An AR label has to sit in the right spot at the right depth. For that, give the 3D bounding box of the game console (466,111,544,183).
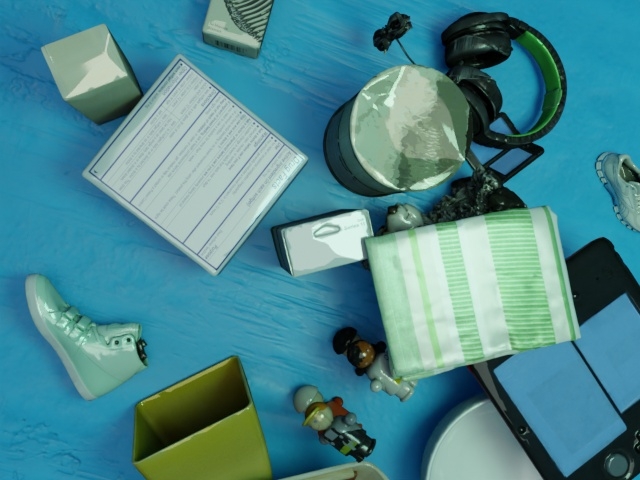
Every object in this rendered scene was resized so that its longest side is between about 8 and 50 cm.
[{"bbox_3d":[0.354,-0.180,1.323,0.122,0.107,0.071,-37,125,-5],"label":"game console"}]

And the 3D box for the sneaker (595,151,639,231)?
[{"bbox_3d":[0.631,-0.094,1.358,0.071,0.083,0.190,-36,98,-7],"label":"sneaker"}]

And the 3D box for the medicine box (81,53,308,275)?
[{"bbox_3d":[-0.216,-0.127,1.200,0.289,0.149,0.263,39,86,-8],"label":"medicine box"}]

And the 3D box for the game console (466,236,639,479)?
[{"bbox_3d":[0.469,0.238,1.186,0.342,0.060,0.386,-34,93,-2],"label":"game console"}]

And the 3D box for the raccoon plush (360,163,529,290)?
[{"bbox_3d":[0.288,0.083,1.264,0.299,0.216,0.446,-40,97,3],"label":"raccoon plush"}]

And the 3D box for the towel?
[{"bbox_3d":[0.254,0.084,1.122,0.325,0.038,0.248,-12,93,-4],"label":"towel"}]

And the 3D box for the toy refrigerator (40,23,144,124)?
[{"bbox_3d":[-0.364,-0.268,1.114,0.102,0.269,0.094,-23,95,-6],"label":"toy refrigerator"}]

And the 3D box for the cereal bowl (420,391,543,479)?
[{"bbox_3d":[0.345,0.442,1.277,0.339,0.141,0.339,0,90,-5],"label":"cereal bowl"}]

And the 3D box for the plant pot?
[{"bbox_3d":[-0.193,0.366,1.201,0.212,0.212,0.187,-26,108,-7],"label":"plant pot"}]

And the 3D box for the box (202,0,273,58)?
[{"bbox_3d":[-0.127,-0.484,1.229,0.113,0.094,0.275,14,90,-7],"label":"box"}]

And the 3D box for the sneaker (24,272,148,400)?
[{"bbox_3d":[-0.408,0.147,1.208,0.151,0.094,0.256,-26,105,-1],"label":"sneaker"}]

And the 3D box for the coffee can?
[{"bbox_3d":[0.123,-0.179,1.184,0.202,0.275,0.201,0,92,-8],"label":"coffee can"}]

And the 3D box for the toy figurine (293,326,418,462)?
[{"bbox_3d":[0.055,0.272,1.224,0.148,0.209,0.213,38,86,-2],"label":"toy figurine"}]

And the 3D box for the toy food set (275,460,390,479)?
[{"bbox_3d":[-0.046,0.495,1.181,0.306,0.219,0.092,-4,51,-26],"label":"toy food set"}]

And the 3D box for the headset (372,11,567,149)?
[{"bbox_3d":[0.285,-0.318,1.237,0.394,0.185,0.243,15,81,-12],"label":"headset"}]

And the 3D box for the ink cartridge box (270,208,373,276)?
[{"bbox_3d":[0.000,0.000,1.205,0.153,0.208,0.087,-14,94,-7],"label":"ink cartridge box"}]
